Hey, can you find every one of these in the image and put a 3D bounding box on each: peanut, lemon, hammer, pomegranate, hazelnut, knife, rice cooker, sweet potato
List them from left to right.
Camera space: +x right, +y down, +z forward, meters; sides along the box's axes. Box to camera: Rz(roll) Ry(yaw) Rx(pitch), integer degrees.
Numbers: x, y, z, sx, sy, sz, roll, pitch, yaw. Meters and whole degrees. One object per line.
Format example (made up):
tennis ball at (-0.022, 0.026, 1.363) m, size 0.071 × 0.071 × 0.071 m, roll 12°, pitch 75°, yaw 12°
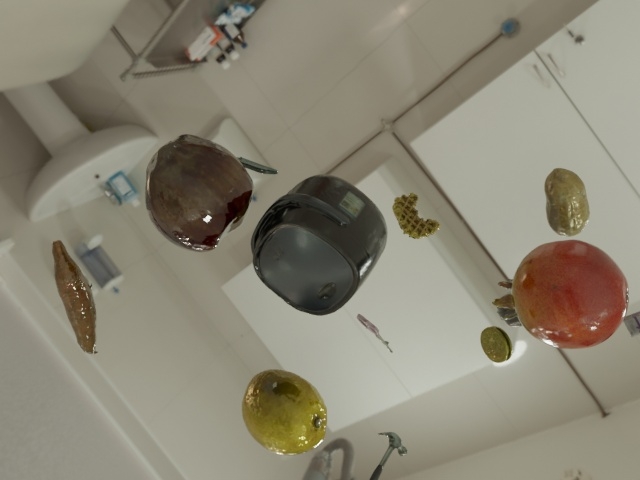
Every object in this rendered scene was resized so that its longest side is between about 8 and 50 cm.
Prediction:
sweet potato at (-0.544, 0.143, 1.214) m, size 0.072 × 0.315 × 0.066 m, roll -11°, pitch -147°, yaw -11°
hazelnut at (-0.238, -0.102, 1.054) m, size 0.218 × 0.218 × 0.234 m, roll -36°, pitch -150°, yaw 20°
knife at (-0.185, -0.177, 1.181) m, size 0.028 × 0.210 × 0.015 m, roll -27°, pitch 132°, yaw -54°
lemon at (-0.080, 0.371, 1.163) m, size 0.207 × 0.170 × 0.170 m, roll 14°, pitch -141°, yaw 37°
rice cooker at (0.000, 0.000, 1.107) m, size 0.267 × 0.267 × 0.224 m, roll -35°, pitch -165°, yaw 40°
hammer at (0.155, 0.631, 1.470) m, size 0.029 × 0.103 × 0.246 m, roll -22°, pitch -165°, yaw 46°
pomegranate at (0.481, 0.109, 1.087) m, size 0.256 × 0.221 × 0.221 m, roll -15°, pitch -164°, yaw 39°
peanut at (0.769, -0.122, 1.676) m, size 0.129 × 0.225 × 0.129 m, roll -14°, pitch -156°, yaw 6°

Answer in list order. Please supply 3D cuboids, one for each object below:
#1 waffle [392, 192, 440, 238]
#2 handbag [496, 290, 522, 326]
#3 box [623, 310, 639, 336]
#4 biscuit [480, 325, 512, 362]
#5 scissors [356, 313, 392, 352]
waffle at (0.358, -0.092, 2.035) m, size 0.148 × 0.194 × 0.051 m, roll -15°, pitch 155°, yaw -18°
handbag at (0.664, 0.159, 1.574) m, size 0.253 × 0.093 × 0.308 m, roll -22°, pitch 169°, yaw -35°
box at (0.829, 0.198, 1.346) m, size 0.117 × 0.051 × 0.036 m, roll -26°, pitch 179°, yaw 24°
biscuit at (0.395, 0.234, 1.204) m, size 0.023 × 0.084 × 0.084 m, roll -12°, pitch 172°, yaw -24°
scissors at (0.202, 0.331, 1.876) m, size 0.021 × 0.212 × 0.110 m, roll -48°, pitch -148°, yaw -10°
